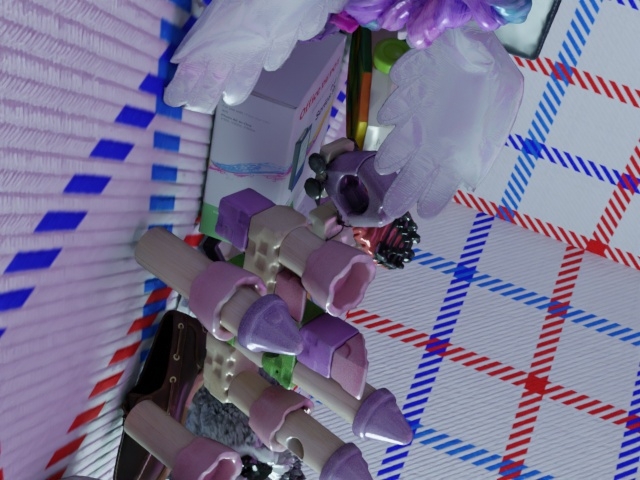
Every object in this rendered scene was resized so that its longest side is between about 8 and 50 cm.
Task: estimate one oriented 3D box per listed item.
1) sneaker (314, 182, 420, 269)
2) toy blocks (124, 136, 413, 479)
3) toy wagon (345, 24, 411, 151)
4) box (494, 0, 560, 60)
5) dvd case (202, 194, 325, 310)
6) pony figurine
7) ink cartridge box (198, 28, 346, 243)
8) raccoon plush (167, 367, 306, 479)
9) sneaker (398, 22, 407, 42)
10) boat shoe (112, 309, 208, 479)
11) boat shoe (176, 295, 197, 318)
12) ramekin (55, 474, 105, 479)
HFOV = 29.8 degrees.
[{"bbox_3d":[0.044,-0.043,1.786,0.276,0.135,0.098,35,82,-47],"label":"sneaker"},{"bbox_3d":[0.005,0.106,1.180,0.309,0.260,0.289,-29,139,-41],"label":"toy blocks"},{"bbox_3d":[0.081,-0.261,1.810,0.267,0.068,0.344,101,-9,-53],"label":"toy wagon"},{"bbox_3d":[0.247,-0.574,1.477,0.480,0.297,0.472,101,10,-56],"label":"box"},{"bbox_3d":[-0.049,0.027,1.487,0.180,0.022,0.253,-58,143,-31],"label":"dvd case"},{"bbox_3d":[0.062,-0.234,1.026,0.351,0.302,0.363,-53,-153,39],"label":"pony figurine"},{"bbox_3d":[-0.053,-0.115,1.293,0.154,0.093,0.212,-61,167,-46],"label":"ink cartridge box"},{"bbox_3d":[-0.132,0.218,1.643,0.446,0.216,0.299,-111,-163,-55],"label":"raccoon plush"},{"bbox_3d":[0.128,-0.340,2.102,0.217,0.079,0.121,-58,166,-65],"label":"sneaker"},{"bbox_3d":[-0.181,0.176,1.299,0.073,0.073,0.207,36,67,-44],"label":"boat shoe"},{"bbox_3d":[-0.128,0.095,1.444,0.184,0.063,0.066,93,19,-67],"label":"boat shoe"},{"bbox_3d":[-0.231,0.344,1.115,0.273,0.127,0.273,21,90,-84],"label":"ramekin"}]
